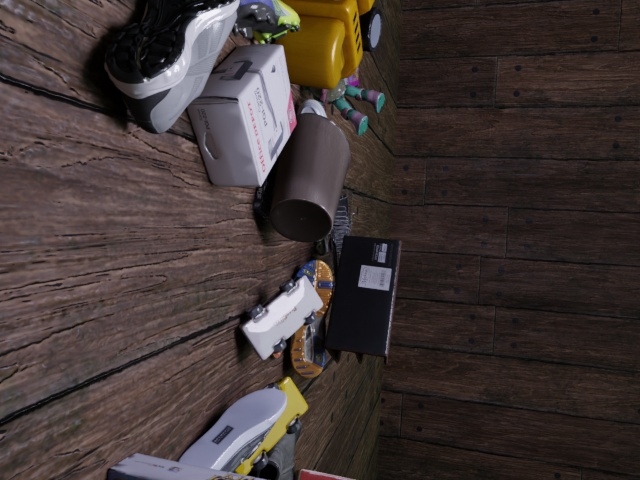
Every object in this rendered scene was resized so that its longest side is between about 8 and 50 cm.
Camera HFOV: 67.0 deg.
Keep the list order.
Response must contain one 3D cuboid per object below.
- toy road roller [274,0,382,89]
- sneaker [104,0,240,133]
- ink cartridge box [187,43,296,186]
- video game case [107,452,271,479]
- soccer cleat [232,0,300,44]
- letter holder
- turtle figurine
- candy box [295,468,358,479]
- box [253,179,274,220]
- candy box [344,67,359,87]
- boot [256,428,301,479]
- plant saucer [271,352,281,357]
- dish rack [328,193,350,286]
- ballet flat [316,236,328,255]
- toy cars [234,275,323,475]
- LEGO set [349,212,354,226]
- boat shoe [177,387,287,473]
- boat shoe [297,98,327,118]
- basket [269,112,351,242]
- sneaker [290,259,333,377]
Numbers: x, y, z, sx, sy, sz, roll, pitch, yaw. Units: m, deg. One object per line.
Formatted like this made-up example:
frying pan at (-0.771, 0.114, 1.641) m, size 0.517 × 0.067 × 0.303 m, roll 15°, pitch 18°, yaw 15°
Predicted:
toy road roller at (-0.002, -0.469, 0.999) m, size 0.329 × 0.203 × 0.240 m, roll 69°, pitch 39°, yaw -60°
sneaker at (-0.177, -0.245, 0.615) m, size 0.108 × 0.101 × 0.271 m, roll 97°, pitch 10°, yaw -53°
ink cartridge box at (-0.121, -0.212, 0.809) m, size 0.217 × 0.092 × 0.158 m, roll -68°, pitch 156°, yaw -45°
video game case at (-0.142, 0.416, 0.577) m, size 0.061 × 0.245 × 0.269 m, roll 11°, pitch 83°, yaw -76°
soccer cleat at (-0.107, -0.407, 0.824) m, size 0.121 × 0.094 × 0.289 m, roll 66°, pitch 16°, yaw -12°
letter holder at (0.122, 0.171, 1.281) m, size 0.214 × 0.152 × 0.301 m, roll 72°, pitch 27°, yaw -63°
turtle figurine at (0.031, -0.360, 1.199) m, size 0.175 × 0.234 × 0.118 m, roll -60°, pitch 160°, yaw 8°
candy box at (0.019, 0.614, 1.165) m, size 0.316 × 0.183 × 0.087 m, roll 106°, pitch -4°, yaw -64°
box at (-0.112, -0.083, 1.006) m, size 0.083 × 0.018 × 0.067 m, roll 47°, pitch 49°, yaw -70°
candy box at (0.067, -0.578, 1.455) m, size 0.159 × 0.071 × 0.233 m, roll -53°, pitch 144°, yaw -64°
boot at (-0.106, 0.498, 0.989) m, size 0.161 × 0.084 × 0.246 m, roll -57°, pitch 157°, yaw -66°
plant saucer at (-0.102, 0.230, 1.126) m, size 0.083 × 0.013 × 0.083 m, roll 4°, pitch 90°, yaw -74°
dish rack at (0.059, 0.007, 1.460) m, size 0.271 × 0.074 × 0.208 m, roll -93°, pitch 177°, yaw -57°
ballet flat at (0.000, 0.000, 1.409) m, size 0.041 × 0.041 × 0.114 m, roll -68°, pitch 156°, yaw -49°
toy cars at (-0.106, 0.252, 0.957) m, size 0.177 × 0.087 × 0.393 m, roll 22°, pitch 67°, yaw -31°
LEGO set at (0.107, -0.065, 1.830) m, size 0.083 × 0.024 × 0.054 m, roll -66°, pitch 156°, yaw -19°
boat shoe at (-0.139, 0.340, 0.811) m, size 0.228 × 0.080 × 0.076 m, roll -35°, pitch 131°, yaw -49°
boat shoe at (-0.026, -0.224, 1.176) m, size 0.081 × 0.080 × 0.227 m, roll -60°, pitch 153°, yaw -68°
basket at (-0.024, -0.119, 1.025) m, size 0.204 × 0.154 × 0.226 m, roll 68°, pitch 24°, yaw -45°
sneaker at (-0.033, 0.199, 1.255) m, size 0.131 × 0.112 × 0.296 m, roll 108°, pitch -11°, yaw -83°
